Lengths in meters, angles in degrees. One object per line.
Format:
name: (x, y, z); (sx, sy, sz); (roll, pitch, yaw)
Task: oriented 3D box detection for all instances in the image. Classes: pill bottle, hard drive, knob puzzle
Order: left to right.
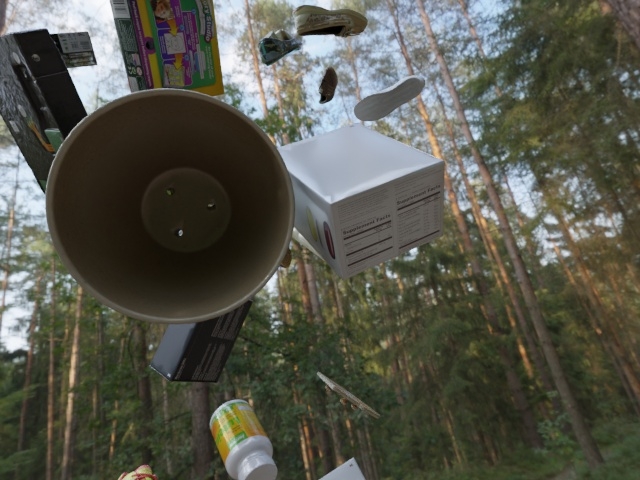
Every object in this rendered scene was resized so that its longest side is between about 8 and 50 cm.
hard drive: (-0.510, -0.202, 0.760); (0.237, 0.338, 0.064); (12, 36, 34)
pill bottle: (-0.221, 0.593, 1.158); (0.137, 0.136, 0.246); (-1, 20, -32)
knob puzzle: (0.082, 0.443, 1.104); (0.030, 0.213, 0.213); (-56, -16, -13)

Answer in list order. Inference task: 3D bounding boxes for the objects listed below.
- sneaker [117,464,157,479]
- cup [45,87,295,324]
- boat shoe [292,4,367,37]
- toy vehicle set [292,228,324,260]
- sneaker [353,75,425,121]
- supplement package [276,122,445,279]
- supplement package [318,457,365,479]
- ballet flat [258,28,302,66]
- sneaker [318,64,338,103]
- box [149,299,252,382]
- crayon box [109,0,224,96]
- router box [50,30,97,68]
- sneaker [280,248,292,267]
sneaker: (-0.316, 0.444, 0.698); (0.209, 0.094, 0.081); (-24, -49, 35)
cup: (-0.228, -0.051, 0.672); (0.331, 0.330, 0.237); (-9, 6, -15)
boat shoe: (0.039, -0.755, 1.413); (0.286, 0.089, 0.105); (-7, 2, -23)
toy vehicle set: (0.000, 0.000, 1.436); (0.166, 0.267, 0.035); (1, -64, -46)
sneaker: (0.289, -0.580, 1.636); (0.293, 0.108, 0.169); (-15, 19, 29)
supplement package: (0.054, -0.087, 0.715); (0.204, 0.262, 0.145); (-22, -55, -17)
supplement package: (0.064, 0.627, 0.989); (0.105, 0.105, 0.179); (-24, -35, -14)
ballet flat: (-0.093, -0.460, 0.936); (0.070, 0.188, 0.070); (7, -57, 11)
sneaker: (0.027, -0.665, 1.734); (0.071, 0.066, 0.188); (-41, -18, -17)
box: (-0.331, 0.260, 1.138); (0.103, 0.261, 0.184); (19, -9, 30)
crayon box: (-0.475, -0.637, 1.280); (0.313, 0.106, 0.362); (-38, -43, -46)
router box: (-0.622, -0.433, 0.924); (0.179, 0.046, 0.133); (-17, 14, -22)
sneaker: (-0.172, 0.021, 1.434); (0.070, 0.185, 0.084); (-27, -2, -43)
